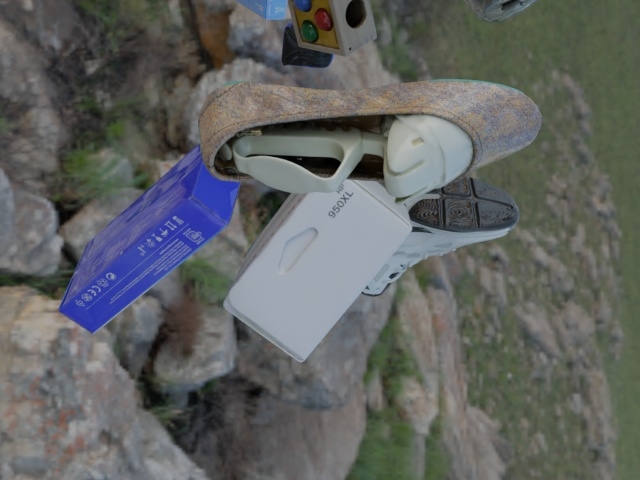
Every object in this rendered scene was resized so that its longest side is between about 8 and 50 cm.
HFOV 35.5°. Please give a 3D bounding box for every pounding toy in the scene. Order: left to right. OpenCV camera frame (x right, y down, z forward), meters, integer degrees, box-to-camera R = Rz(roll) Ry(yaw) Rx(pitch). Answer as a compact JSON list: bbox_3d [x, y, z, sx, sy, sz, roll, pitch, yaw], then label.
[{"bbox_3d":[0.022,-0.425,1.706,0.094,0.181,0.206,-35,128,-29],"label":"pounding toy"}]

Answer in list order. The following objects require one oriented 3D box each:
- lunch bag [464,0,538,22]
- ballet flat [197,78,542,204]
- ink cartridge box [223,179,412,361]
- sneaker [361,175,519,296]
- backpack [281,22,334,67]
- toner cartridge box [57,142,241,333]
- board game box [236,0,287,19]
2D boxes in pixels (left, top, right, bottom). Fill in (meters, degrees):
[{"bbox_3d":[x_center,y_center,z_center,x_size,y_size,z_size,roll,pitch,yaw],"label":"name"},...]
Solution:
[{"bbox_3d":[0.286,-0.529,1.712,0.305,0.213,0.256,59,32,1],"label":"lunch bag"},{"bbox_3d":[0.040,-0.082,0.910,0.107,0.316,0.106,80,14,-45],"label":"ballet flat"},{"bbox_3d":[0.000,0.000,1.697,0.166,0.285,0.395,37,11,-6],"label":"ink cartridge box"},{"bbox_3d":[0.209,-0.006,2.243,0.257,0.448,0.169,87,3,-49],"label":"sneaker"},{"bbox_3d":[-0.023,-0.458,2.336,0.101,0.120,0.097,-70,167,-63],"label":"backpack"},{"bbox_3d":[-0.262,-0.007,1.550,0.075,0.348,0.165,39,36,-22],"label":"toner cartridge box"},{"bbox_3d":[-0.090,-0.432,1.387,0.039,0.160,0.211,-9,123,-32],"label":"board game box"}]
